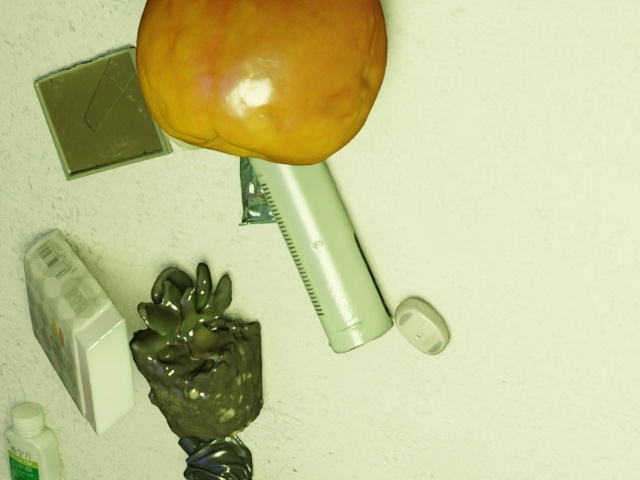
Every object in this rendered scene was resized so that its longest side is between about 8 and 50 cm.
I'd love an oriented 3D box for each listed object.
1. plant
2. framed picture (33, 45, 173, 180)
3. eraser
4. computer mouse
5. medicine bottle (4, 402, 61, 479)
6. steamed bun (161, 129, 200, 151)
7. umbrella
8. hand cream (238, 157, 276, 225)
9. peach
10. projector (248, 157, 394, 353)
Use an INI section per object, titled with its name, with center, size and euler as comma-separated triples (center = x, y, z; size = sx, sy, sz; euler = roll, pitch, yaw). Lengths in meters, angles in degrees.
[plant]
center = -0.200, 0.185, 1.872
size = 0.188, 0.199, 0.276
euler = -4, 111, 30
[framed picture]
center = -0.382, -0.216, 1.930
size = 0.265, 0.018, 0.192
euler = -9, 104, 38
[eraser]
center = -0.431, 0.153, 1.964
size = 0.397, 0.082, 0.213
euler = 37, 135, 54
[computer mouse]
center = 0.156, 0.128, 1.689
size = 0.096, 0.039, 0.066
euler = 44, 129, 2
[medicine bottle]
center = -0.604, 0.434, 2.329
size = 0.119, 0.069, 0.183
euler = 16, 116, 32
[steamed bun]
center = -0.207, -0.206, 1.765
size = 0.112, 0.091, 0.130
euler = -19, 98, 37
[umbrella]
center = -0.153, 0.446, 2.002
size = 0.272, 0.110, 0.122
euler = 46, 129, 15
[hand cream]
center = -0.113, -0.139, 1.753
size = 0.075, 0.052, 0.248
euler = 4, 111, 35
[peach]
center = -0.080, -0.264, 1.510
size = 0.342, 0.343, 0.302
euler = 13, 91, 30
[projector]
center = 0.000, 0.000, 1.698
size = 0.108, 0.108, 0.337
euler = -19, 98, 38
